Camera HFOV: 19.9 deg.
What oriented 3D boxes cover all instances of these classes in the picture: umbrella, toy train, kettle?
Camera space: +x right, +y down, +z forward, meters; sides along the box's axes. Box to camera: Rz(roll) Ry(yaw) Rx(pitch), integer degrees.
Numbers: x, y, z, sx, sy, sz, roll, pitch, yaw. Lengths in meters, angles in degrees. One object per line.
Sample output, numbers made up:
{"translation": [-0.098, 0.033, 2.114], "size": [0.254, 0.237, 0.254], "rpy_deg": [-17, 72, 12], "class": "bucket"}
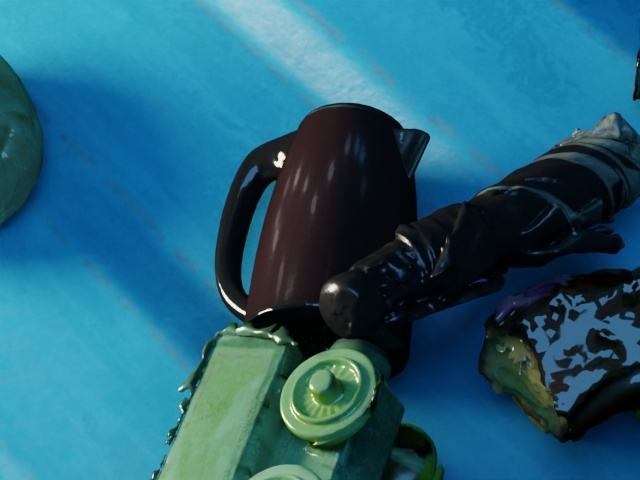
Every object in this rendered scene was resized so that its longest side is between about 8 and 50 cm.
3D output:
{"translation": [0.144, 0.002, 1.518], "size": [0.358, 0.113, 0.106], "rpy_deg": [-28, 95, -35], "class": "umbrella"}
{"translation": [-0.029, 0.199, 1.455], "size": [0.188, 0.159, 0.271], "rpy_deg": [0, 53, 31], "class": "toy train"}
{"translation": [0.000, 0.000, 1.603], "size": [0.202, 0.144, 0.232], "rpy_deg": [-14, 51, 32], "class": "kettle"}

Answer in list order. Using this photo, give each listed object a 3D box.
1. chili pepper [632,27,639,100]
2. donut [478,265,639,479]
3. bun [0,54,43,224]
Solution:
{"translation": [0.399, -0.150, 1.650], "size": [0.227, 0.059, 0.088], "rpy_deg": [10, 60, 12], "class": "chili pepper"}
{"translation": [0.290, 0.170, 1.454], "size": [0.259, 0.136, 0.345], "rpy_deg": [-18, 62, -3], "class": "donut"}
{"translation": [-0.371, -0.104, 1.718], "size": [0.221, 0.108, 0.221], "rpy_deg": [-4, 62, 8], "class": "bun"}
